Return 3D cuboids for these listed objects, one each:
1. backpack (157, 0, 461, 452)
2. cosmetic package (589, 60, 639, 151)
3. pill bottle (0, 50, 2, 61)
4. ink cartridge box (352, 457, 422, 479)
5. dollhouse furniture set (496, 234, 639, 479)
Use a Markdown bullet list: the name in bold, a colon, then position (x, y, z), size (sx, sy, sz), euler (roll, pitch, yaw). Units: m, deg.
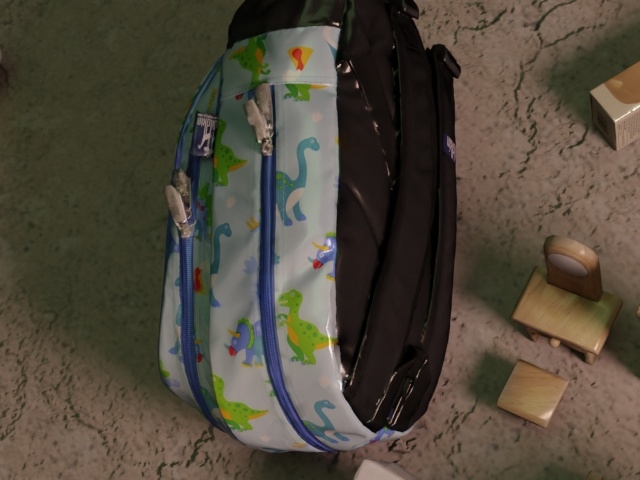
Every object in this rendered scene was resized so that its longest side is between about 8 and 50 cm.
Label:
- **backpack**: position (0.000, 0.000, 1.134), size (0.273, 0.290, 0.355), euler (-17, 70, 16)
- **cosmetic package**: position (0.300, -0.135, 1.220), size (0.115, 0.060, 0.041), euler (-31, 62, -2)
- **pill bottle**: position (-0.428, -0.140, 1.376), size (0.117, 0.117, 0.215), euler (29, 76, 24)
- **ink cartridge box**: position (0.093, 0.300, 1.031), size (0.232, 0.066, 0.189), euler (27, 95, 35)
- **dollhouse furniture set**: position (0.221, 0.210, 1.020), size (0.303, 0.174, 0.355), euler (23, 73, 23)
